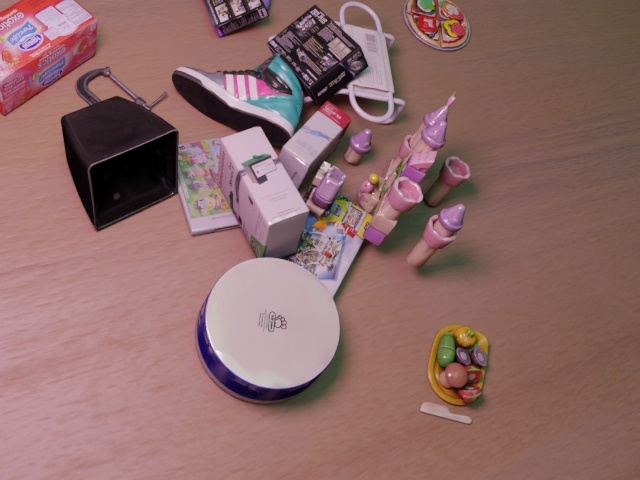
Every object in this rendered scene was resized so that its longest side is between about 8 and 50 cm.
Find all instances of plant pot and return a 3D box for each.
[{"bbox_3d":[-0.403,-0.167,1.395,0.188,0.187,0.167,-31,65,-30],"label":"plant pot"}]

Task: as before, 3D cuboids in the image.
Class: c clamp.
[{"bbox_3d":[-0.437,-0.319,1.546,0.161,0.022,0.137,37,63,-1],"label":"c clamp"}]

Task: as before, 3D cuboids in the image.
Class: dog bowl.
[{"bbox_3d":[-0.100,0.170,1.366,0.265,0.104,0.265,8,62,-16],"label":"dog bowl"}]

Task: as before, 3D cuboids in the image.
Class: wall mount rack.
[{"bbox_3d":[0.042,-0.406,1.705,0.304,0.130,0.350,6,62,-21],"label":"wall mount rack"}]

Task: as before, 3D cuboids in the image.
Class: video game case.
[{"bbox_3d":[-0.210,-0.123,1.524,0.193,0.023,0.212,-11,69,-25],"label":"video game case"}]

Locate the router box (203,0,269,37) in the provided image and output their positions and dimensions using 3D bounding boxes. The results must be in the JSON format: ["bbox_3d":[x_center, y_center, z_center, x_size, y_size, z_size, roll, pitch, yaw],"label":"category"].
[{"bbox_3d":[-0.216,-0.591,1.715,0.133,0.046,0.179,-22,71,3],"label":"router box"}]

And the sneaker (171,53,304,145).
[{"bbox_3d":[-0.161,-0.346,1.581,0.295,0.124,0.178,27,63,3],"label":"sneaker"}]

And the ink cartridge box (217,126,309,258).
[{"bbox_3d":[-0.119,-0.089,1.417,0.093,0.160,0.219,-21,65,-22],"label":"ink cartridge box"}]

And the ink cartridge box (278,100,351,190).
[{"bbox_3d":[-0.022,-0.202,1.569,0.072,0.127,0.175,38,58,3],"label":"ink cartridge box"}]

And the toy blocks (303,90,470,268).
[{"bbox_3d":[0.177,-0.158,1.505,0.309,0.260,0.288,29,45,-6],"label":"toy blocks"}]

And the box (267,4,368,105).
[{"bbox_3d":[-0.007,-0.419,1.618,0.147,0.077,0.180,-40,62,-1],"label":"box"}]

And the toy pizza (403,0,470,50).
[{"bbox_3d":[0.322,-0.604,1.954,0.201,0.032,0.201,8,62,-16],"label":"toy pizza"}]

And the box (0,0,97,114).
[{"bbox_3d":[-0.595,-0.392,1.464,0.128,0.122,0.257,40,58,3],"label":"box"}]

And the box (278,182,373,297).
[{"bbox_3d":[0.000,0.000,1.524,0.159,0.044,0.233,32,58,-2],"label":"box"}]

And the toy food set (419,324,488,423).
[{"bbox_3d":[0.293,0.264,1.479,0.128,0.071,0.218,23,59,-7],"label":"toy food set"}]

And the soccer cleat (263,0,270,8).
[{"bbox_3d":[-0.152,-0.673,1.782,0.083,0.095,0.248,11,61,-14],"label":"soccer cleat"}]
